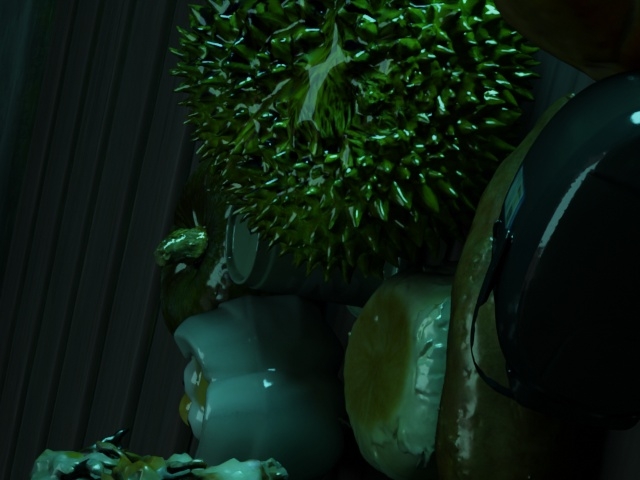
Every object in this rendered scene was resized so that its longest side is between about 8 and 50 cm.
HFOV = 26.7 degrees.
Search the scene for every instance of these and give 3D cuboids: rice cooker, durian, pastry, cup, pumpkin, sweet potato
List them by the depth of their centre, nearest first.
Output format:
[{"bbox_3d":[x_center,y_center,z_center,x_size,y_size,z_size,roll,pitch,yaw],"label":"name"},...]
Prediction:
[{"bbox_3d":[0.160,0.007,0.706,0.118,0.142,0.203,-92,22,-56],"label":"rice cooker"},{"bbox_3d":[0.126,0.045,0.834,0.097,0.097,0.291,177,103,-68],"label":"sweet potato"},{"bbox_3d":[0.025,-0.123,0.938,0.291,0.224,0.291,-15,53,20],"label":"durian"},{"bbox_3d":[0.076,0.093,0.946,0.166,0.088,0.166,-172,90,-69],"label":"pastry"},{"bbox_3d":[0.000,0.000,1.100,0.120,0.141,0.120,-171,90,-66],"label":"cup"},{"bbox_3d":[-0.083,0.016,1.276,0.219,0.162,0.219,-29,57,58],"label":"pumpkin"}]

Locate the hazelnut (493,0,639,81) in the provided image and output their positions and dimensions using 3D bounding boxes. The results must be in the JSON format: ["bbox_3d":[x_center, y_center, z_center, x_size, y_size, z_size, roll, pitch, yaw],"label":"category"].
[{"bbox_3d":[0.176,-0.167,0.720,0.182,0.182,0.182,-171,90,-68],"label":"hazelnut"}]

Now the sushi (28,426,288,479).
[{"bbox_3d":[-0.096,0.322,0.841,0.176,0.417,0.417,5,86,35],"label":"sushi"}]

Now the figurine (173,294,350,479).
[{"bbox_3d":[-0.046,0.125,1.082,0.236,0.133,0.176,92,167,-71],"label":"figurine"}]
